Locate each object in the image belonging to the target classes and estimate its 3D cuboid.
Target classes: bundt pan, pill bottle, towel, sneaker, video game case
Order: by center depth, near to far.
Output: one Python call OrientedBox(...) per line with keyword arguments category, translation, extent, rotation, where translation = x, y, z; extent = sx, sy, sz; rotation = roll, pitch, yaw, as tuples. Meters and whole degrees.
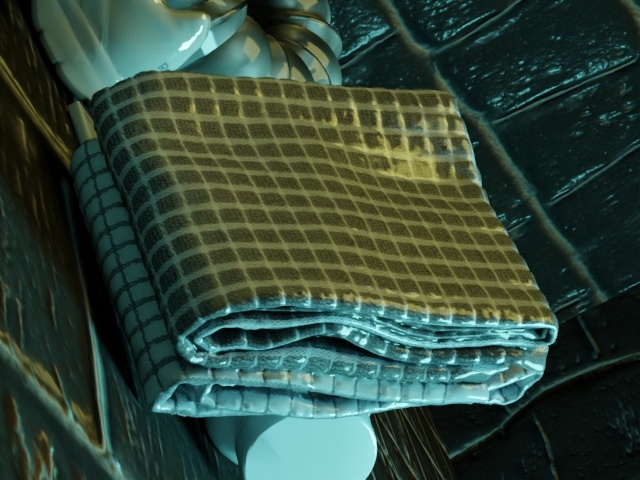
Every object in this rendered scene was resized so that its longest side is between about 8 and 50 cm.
OrientedBox(category="towel", translation=(0.000, 0.000, 1.180), extent=(0.235, 0.283, 0.121), rotation=(63, -40, 42))
OrientedBox(category="pill bottle", translation=(-0.031, 0.083, 1.270), extent=(0.121, 0.121, 0.216), rotation=(60, 4, -37))
OrientedBox(category="video game case", translation=(-0.149, -0.034, 1.324), extent=(0.087, 0.011, 0.122), rotation=(60, 5, -50))
OrientedBox(category="sneaker", translation=(-0.186, -0.245, 1.384), extent=(0.297, 0.129, 0.111), rotation=(62, 5, -3))
OrientedBox(category="bundt pan", translation=(-0.089, -0.212, 1.684), extent=(0.331, 0.124, 0.331), rotation=(45, 31, -38))
